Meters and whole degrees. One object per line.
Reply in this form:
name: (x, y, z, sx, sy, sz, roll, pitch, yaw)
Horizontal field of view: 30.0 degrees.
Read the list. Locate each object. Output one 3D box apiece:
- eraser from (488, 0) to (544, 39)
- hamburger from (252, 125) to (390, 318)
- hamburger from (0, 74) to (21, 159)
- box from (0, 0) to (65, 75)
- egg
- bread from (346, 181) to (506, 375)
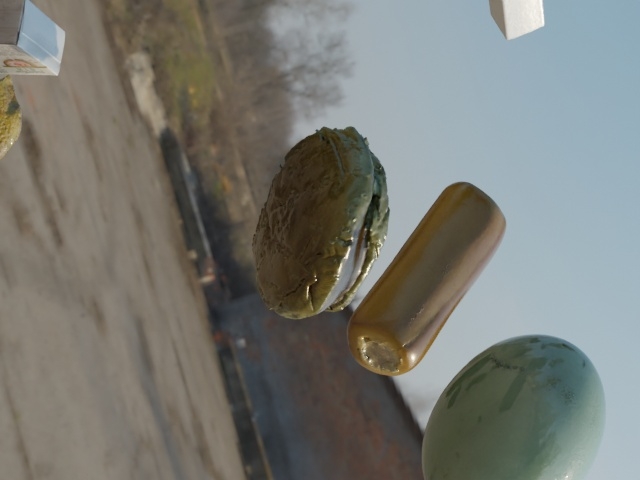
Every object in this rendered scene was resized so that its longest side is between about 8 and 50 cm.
eraser: (0.321, -0.480, 2.019, 0.298, 0.076, 0.078, 71, -2, -52)
hamburger: (0.000, 0.000, 1.742, 0.309, 0.132, 0.211, -62, -151, 30)
hamburger: (-0.656, -0.179, 2.115, 0.144, 0.283, 0.156, 20, -45, 60)
box: (-0.501, -0.304, 1.780, 0.135, 0.199, 0.081, 44, 53, -72)
egg: (0.238, 0.243, 1.484, 0.283, 0.203, 0.203, -62, -156, 23)
bread: (0.119, 0.042, 1.272, 0.074, 0.239, 0.092, 9, -40, 42)
